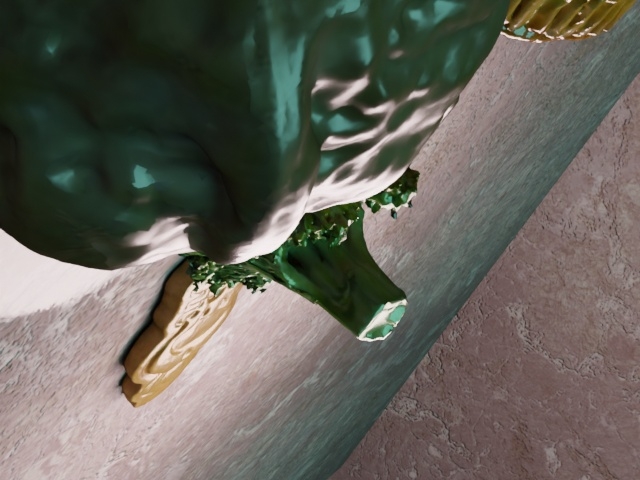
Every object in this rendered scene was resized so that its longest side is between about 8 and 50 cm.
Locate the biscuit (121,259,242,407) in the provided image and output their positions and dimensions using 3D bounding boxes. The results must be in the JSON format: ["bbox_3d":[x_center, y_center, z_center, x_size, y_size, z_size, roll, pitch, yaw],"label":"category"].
[{"bbox_3d":[-0.125,0.077,1.313,0.144,0.040,0.236,-24,151,-48],"label":"biscuit"}]

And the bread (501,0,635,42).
[{"bbox_3d":[0.138,-0.224,0.931,0.199,0.199,0.104,-37,166,-39],"label":"bread"}]

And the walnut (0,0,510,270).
[{"bbox_3d":[-0.054,-0.109,0.578,0.273,0.227,0.273,-42,162,-17],"label":"walnut"}]

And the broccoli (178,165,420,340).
[{"bbox_3d":[0.000,0.000,1.141,0.219,0.194,0.194,-43,167,2],"label":"broccoli"}]
